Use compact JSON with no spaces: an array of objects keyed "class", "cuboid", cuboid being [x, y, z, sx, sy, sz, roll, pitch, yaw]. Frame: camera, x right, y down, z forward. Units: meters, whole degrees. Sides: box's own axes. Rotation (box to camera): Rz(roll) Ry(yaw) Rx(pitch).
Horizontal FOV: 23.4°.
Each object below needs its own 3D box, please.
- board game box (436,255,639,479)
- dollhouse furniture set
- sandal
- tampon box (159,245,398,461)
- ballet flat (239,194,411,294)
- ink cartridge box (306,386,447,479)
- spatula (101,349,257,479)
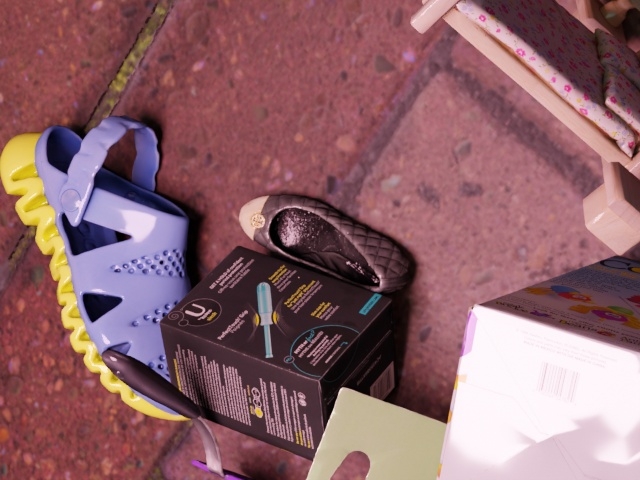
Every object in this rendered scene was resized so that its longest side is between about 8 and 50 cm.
[{"class":"board game box","cuboid":[0.212,0.110,1.093,0.144,0.275,0.142,17,104,28]},{"class":"dollhouse furniture set","cuboid":[0.152,-0.219,1.038,0.303,0.355,0.174,36,120,-21]},{"class":"sandal","cuboid":[-0.172,0.013,1.400,0.138,0.126,0.317,-33,80,25]},{"class":"tampon box","cuboid":[-0.033,0.096,1.308,0.161,0.120,0.101,18,133,28]},{"class":"ballet flat","cuboid":[0.000,0.000,1.335,0.173,0.049,0.057,21,105,27]},{"class":"ink cartridge box","cuboid":[0.100,0.234,1.227,0.235,0.056,0.171,19,98,-7]},{"class":"spatula","cuboid":[-0.104,0.160,1.297,0.084,0.296,0.030,16,66,35]}]
